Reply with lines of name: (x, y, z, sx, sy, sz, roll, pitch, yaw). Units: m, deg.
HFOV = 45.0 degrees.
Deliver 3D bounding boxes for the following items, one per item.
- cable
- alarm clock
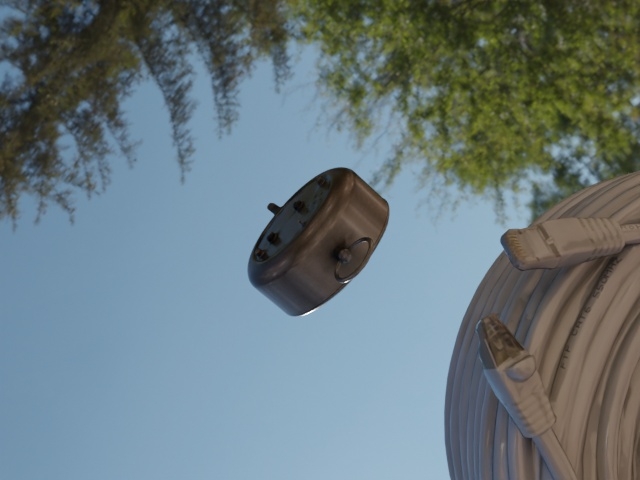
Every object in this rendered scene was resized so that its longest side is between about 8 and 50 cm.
cable: (0.184, 0.090, 0.373, 0.257, 0.089, 0.257, -16, -84, -20)
alarm clock: (0.000, 0.000, 0.637, 0.064, 0.129, 0.192, 42, 175, -21)
